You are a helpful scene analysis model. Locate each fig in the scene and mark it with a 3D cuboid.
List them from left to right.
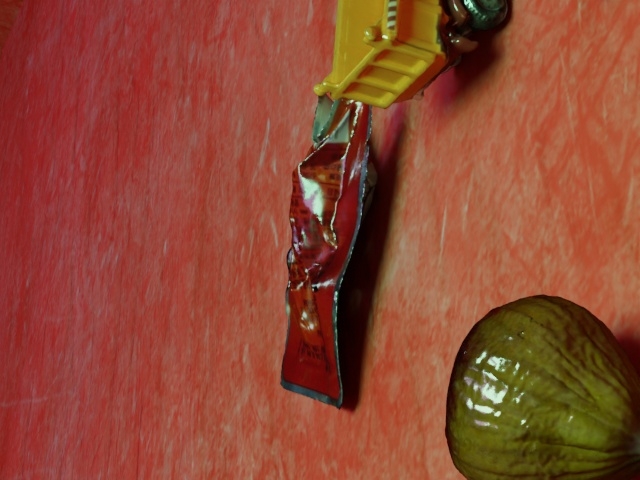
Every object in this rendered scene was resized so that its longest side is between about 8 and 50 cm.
[{"bbox_3d":[0.148,0.091,0.908,0.119,0.153,0.119,3,-90,-71],"label":"fig"}]

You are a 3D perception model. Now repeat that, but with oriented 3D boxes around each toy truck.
[{"bbox_3d":[0.068,-0.236,1.245,0.114,0.135,0.270,139,141,-56],"label":"toy truck"}]

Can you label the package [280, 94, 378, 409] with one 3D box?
[{"bbox_3d":[0.000,0.000,1.354,0.194,0.071,0.269,-176,97,-83],"label":"package"}]
